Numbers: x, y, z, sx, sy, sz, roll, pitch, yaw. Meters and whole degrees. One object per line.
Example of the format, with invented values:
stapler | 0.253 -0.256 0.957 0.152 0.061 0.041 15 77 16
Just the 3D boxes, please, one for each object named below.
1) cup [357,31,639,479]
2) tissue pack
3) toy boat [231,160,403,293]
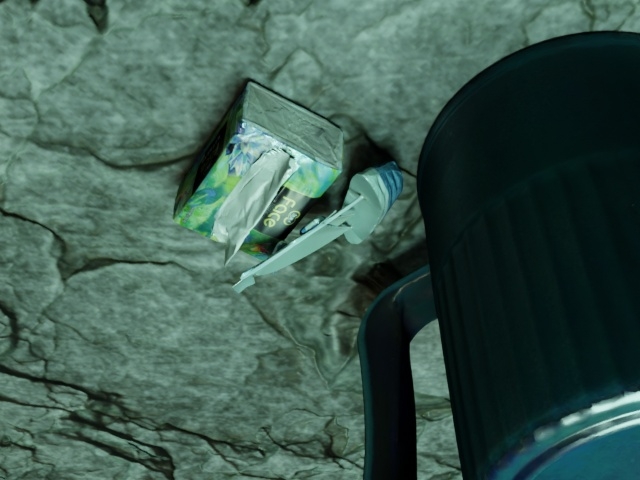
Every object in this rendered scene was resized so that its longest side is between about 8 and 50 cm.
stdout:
cup | 0.163 0.050 0.571 0.308 0.292 0.242 -8 133 7
tissue pack | -0.047 -0.039 0.634 0.085 0.079 0.111 25 129 -21
toy boat | 0.005 -0.002 0.654 0.149 0.034 0.105 -44 165 4
